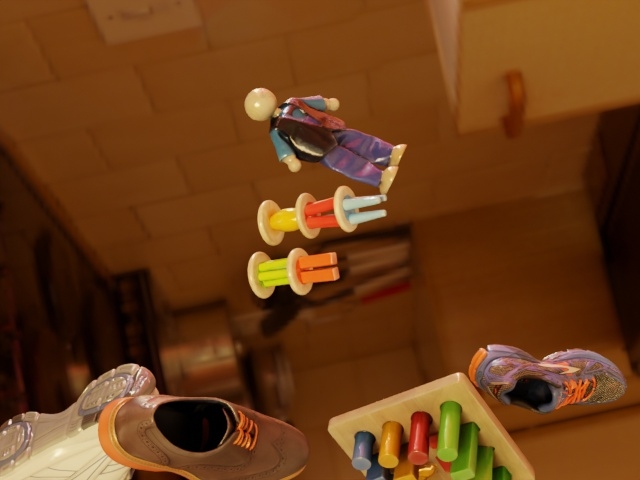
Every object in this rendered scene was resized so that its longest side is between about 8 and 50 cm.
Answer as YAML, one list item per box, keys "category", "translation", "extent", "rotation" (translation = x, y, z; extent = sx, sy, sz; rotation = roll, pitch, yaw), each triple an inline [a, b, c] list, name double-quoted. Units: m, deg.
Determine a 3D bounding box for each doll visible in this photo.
- category: "doll"
  translation: [0.001, -0.120, 1.466]
  extent: [0.046, 0.189, 0.129]
  rotation: [115, -2, -49]

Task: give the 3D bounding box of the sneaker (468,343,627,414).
- category: "sneaker"
  translation: [0.308, 0.196, 1.715]
  extent: [0.087, 0.221, 0.083]
  rotation: [-115, -148, -58]

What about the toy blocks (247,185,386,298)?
- category: "toy blocks"
  translation: [0.000, 0.000, 1.429]
  extent: [0.054, 0.148, 0.123]
  rotation: [45, 45, -47]

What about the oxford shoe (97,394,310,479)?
- category: "oxford shoe"
  translation: [-0.104, 0.221, 1.412]
  extent: [0.271, 0.098, 0.097]
  rotation: [13, 67, -40]

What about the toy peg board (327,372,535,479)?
- category: "toy peg board"
  translation: [0.111, 0.237, 1.319]
  extent: [0.161, 0.160, 0.079]
  rotation: [53, 28, -27]

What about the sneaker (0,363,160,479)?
- category: "sneaker"
  translation: [-0.300, 0.263, 1.562]
  extent: [0.129, 0.297, 0.111]
  rotation: [55, 22, -29]
